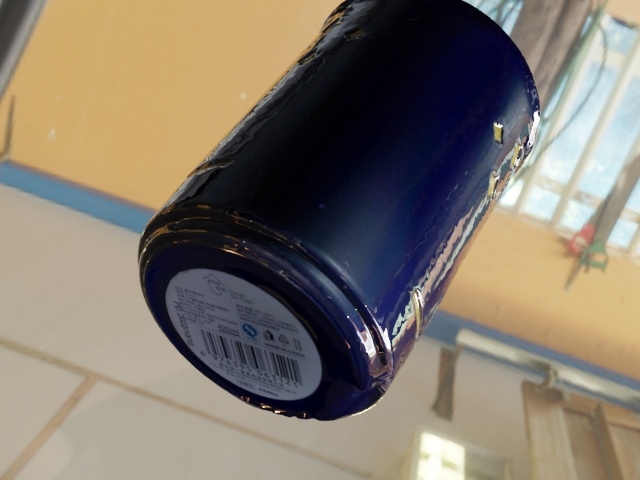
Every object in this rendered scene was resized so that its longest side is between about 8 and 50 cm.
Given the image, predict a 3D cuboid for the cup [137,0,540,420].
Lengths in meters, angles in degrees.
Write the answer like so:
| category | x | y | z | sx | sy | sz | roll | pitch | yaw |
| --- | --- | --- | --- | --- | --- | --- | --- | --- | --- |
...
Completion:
| category | x | y | z | sx | sy | sz | roll | pitch | yaw |
| --- | --- | --- | --- | --- | --- | --- | --- | --- | --- |
| cup | 0.019 | 0.003 | 0.566 | 0.178 | 0.255 | 0.256 | 18 | -132 | 22 |
